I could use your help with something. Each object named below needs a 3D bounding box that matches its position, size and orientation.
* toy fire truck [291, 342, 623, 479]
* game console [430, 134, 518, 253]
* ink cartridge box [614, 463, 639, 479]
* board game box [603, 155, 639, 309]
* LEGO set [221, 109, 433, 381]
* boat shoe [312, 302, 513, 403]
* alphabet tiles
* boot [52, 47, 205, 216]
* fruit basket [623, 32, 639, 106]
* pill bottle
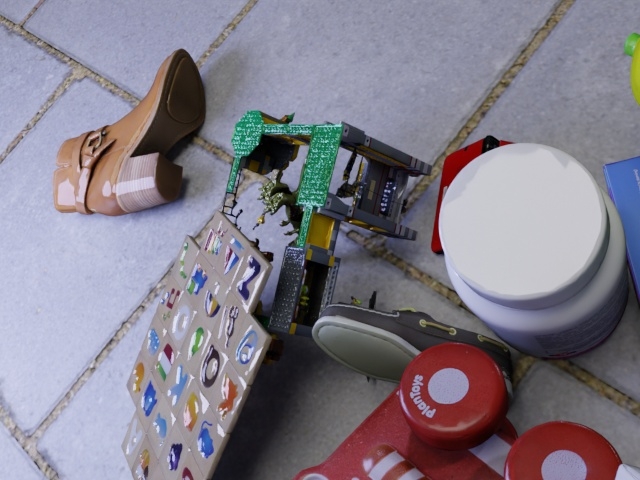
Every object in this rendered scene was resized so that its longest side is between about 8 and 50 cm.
[{"bbox_3d":[0.129,0.264,0.744,0.254,0.169,0.302,-43,51,-15],"label":"toy fire truck"},{"bbox_3d":[0.213,-0.046,1.003,0.124,0.085,0.144,-24,47,52],"label":"game console"},{"bbox_3d":[0.340,0.333,0.605,0.296,0.066,0.261,15,89,0],"label":"ink cartridge box"},{"bbox_3d":[0.435,0.055,0.793,0.233,0.078,0.347,-14,58,19],"label":"board game box"},{"bbox_3d":[0.000,0.000,1.010,0.255,0.192,0.331,-4,74,46],"label":"LEGO set"},{"bbox_3d":[0.101,0.113,0.874,0.228,0.081,0.068,22,51,-10],"label":"boat shoe"},{"bbox_3d":[-0.154,0.148,0.958,0.285,0.011,0.342,41,110,56],"label":"alphabet tiles"},{"bbox_3d":[-0.304,-0.166,1.287,0.220,0.109,0.283,-6,68,28],"label":"boot"},{"bbox_3d":[0.441,-0.088,0.686,0.392,0.283,0.392,-28,19,11],"label":"fruit basket"},{"bbox_3d":[0.210,0.019,0.783,0.160,0.283,0.160,-6,73,20],"label":"pill bottle"}]
